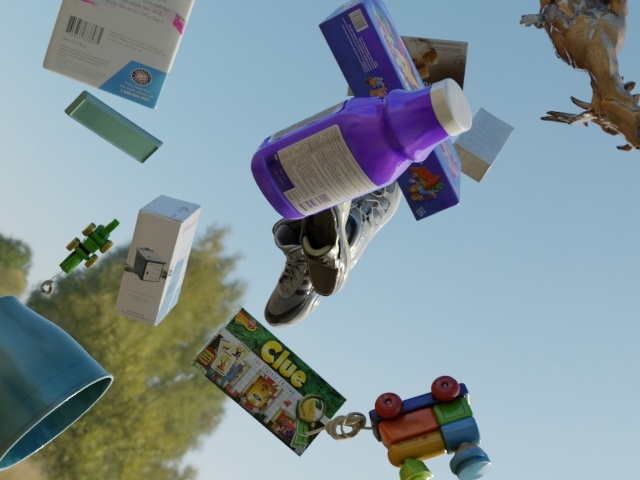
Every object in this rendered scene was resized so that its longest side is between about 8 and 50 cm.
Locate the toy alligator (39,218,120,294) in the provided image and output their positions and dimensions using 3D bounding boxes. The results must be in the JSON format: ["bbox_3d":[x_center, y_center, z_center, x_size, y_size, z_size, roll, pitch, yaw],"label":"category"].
[{"bbox_3d":[-0.437,0.024,1.674,0.056,0.190,0.051,46,3,-16],"label":"toy alligator"}]

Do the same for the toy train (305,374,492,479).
[{"bbox_3d":[0.114,0.303,1.334,0.143,0.248,0.105,-110,-175,-47],"label":"toy train"}]

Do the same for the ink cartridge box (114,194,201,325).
[{"bbox_3d":[-0.276,0.031,1.578,0.082,0.190,0.139,16,14,3],"label":"ink cartridge box"}]

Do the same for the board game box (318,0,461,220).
[{"bbox_3d":[0.125,-0.231,1.520,0.347,0.078,0.233,62,17,-14],"label":"board game box"}]

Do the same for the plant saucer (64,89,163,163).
[{"bbox_3d":[-0.398,-0.215,1.784,0.192,0.067,0.018,35,29,-33],"label":"plant saucer"}]

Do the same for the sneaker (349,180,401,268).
[{"bbox_3d":[0.092,-0.057,1.949,0.105,0.281,0.115,26,-3,11],"label":"sneaker"}]

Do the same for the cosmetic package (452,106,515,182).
[{"bbox_3d":[0.365,-0.221,2.112,0.099,0.239,0.060,35,-54,6],"label":"cosmetic package"}]

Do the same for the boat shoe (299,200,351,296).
[{"bbox_3d":[0.001,0.000,1.435,0.080,0.073,0.223,21,-53,23],"label":"boat shoe"}]

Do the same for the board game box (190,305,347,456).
[{"bbox_3d":[-0.090,0.251,1.636,0.260,0.136,0.030,42,-12,-11],"label":"board game box"}]

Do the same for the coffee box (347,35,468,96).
[{"bbox_3d":[0.187,-0.372,1.998,0.098,0.247,0.141,-73,169,-78],"label":"coffee box"}]

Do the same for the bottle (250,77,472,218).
[{"bbox_3d":[0.050,-0.119,1.153,0.283,0.092,0.118,-21,-64,31],"label":"bottle"}]

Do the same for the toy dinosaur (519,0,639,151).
[{"bbox_3d":[0.319,-0.248,1.125,0.127,0.295,0.200,-9,-44,17],"label":"toy dinosaur"}]

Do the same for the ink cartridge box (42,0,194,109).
[{"bbox_3d":[-0.162,-0.220,0.805,0.104,0.181,0.061,20,16,-12],"label":"ink cartridge box"}]

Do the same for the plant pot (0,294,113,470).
[{"bbox_3d":[-0.587,0.255,1.771,0.255,0.272,0.271,48,-22,7],"label":"plant pot"}]

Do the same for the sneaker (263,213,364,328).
[{"bbox_3d":[-0.048,0.043,1.702,0.153,0.268,0.101,23,22,-48],"label":"sneaker"}]
